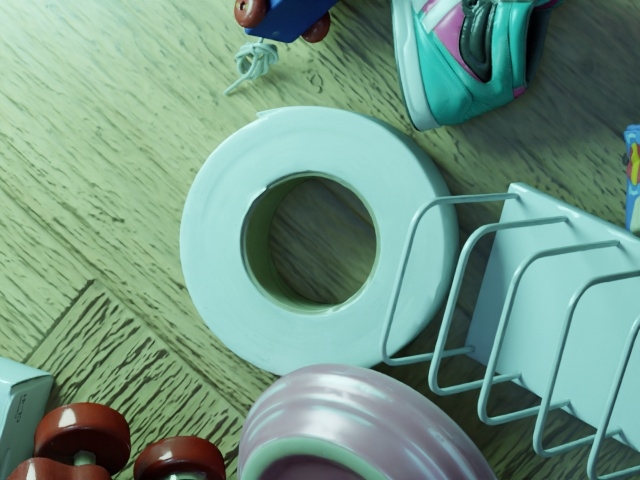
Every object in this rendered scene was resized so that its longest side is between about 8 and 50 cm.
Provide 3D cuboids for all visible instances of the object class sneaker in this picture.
[{"bbox_3d":[0.157,-0.267,1.637,0.178,0.124,0.296,-7,99,18],"label":"sneaker"}]

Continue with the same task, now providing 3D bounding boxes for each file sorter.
[{"bbox_3d":[0.221,0.086,1.541,0.277,0.173,0.193,28,113,38],"label":"file sorter"}]

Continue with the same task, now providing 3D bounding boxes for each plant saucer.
[{"bbox_3d":[0.039,0.287,1.633,0.332,0.084,0.332,20,125,31],"label":"plant saucer"}]

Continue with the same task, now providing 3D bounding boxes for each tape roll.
[{"bbox_3d":[0.000,0.000,1.701,0.286,0.100,0.286,1,93,14],"label":"tape roll"}]

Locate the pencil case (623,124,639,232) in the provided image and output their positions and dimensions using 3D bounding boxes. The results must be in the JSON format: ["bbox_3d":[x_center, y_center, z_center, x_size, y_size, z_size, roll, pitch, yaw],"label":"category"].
[{"bbox_3d":[0.368,0.026,1.608,0.119,0.133,0.306,1,93,55],"label":"pencil case"}]

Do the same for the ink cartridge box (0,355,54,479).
[{"bbox_3d":[-0.481,0.211,1.807,0.306,0.131,0.226,18,97,10],"label":"ink cartridge box"}]

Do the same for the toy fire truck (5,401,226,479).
[{"bbox_3d":[-0.234,0.326,1.712,0.254,0.302,0.169,-44,38,29],"label":"toy fire truck"}]

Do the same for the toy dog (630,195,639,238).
[{"bbox_3d":[0.452,-0.046,1.488,0.333,0.161,0.220,-5,95,-23],"label":"toy dog"}]

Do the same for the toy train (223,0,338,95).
[{"bbox_3d":[-0.051,-0.276,1.707,0.248,0.105,0.143,-37,56,43],"label":"toy train"}]
